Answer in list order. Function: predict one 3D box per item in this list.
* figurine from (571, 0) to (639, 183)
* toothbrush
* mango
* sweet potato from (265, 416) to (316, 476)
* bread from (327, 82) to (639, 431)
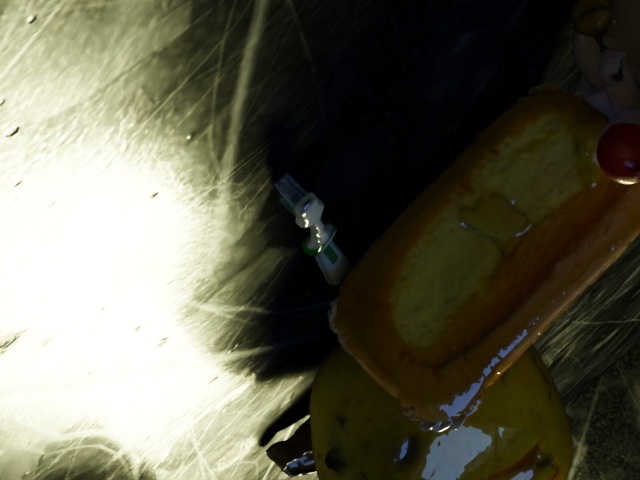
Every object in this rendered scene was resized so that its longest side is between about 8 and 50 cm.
[{"bbox_3d":[0.276,-0.130,1.185,0.176,0.186,0.287,-31,-155,25],"label":"figurine"},{"bbox_3d":[0.001,0.001,1.149,0.030,0.030,0.304,-42,166,-3],"label":"toothbrush"},{"bbox_3d":[0.130,0.190,1.564,0.253,0.182,0.365,-54,144,3],"label":"mango"},{"bbox_3d":[0.067,0.160,1.670,0.286,0.085,0.112,-29,129,-13],"label":"sweet potato"},{"bbox_3d":[0.138,0.013,1.281,0.288,0.152,0.119,-45,174,-7],"label":"bread"}]
